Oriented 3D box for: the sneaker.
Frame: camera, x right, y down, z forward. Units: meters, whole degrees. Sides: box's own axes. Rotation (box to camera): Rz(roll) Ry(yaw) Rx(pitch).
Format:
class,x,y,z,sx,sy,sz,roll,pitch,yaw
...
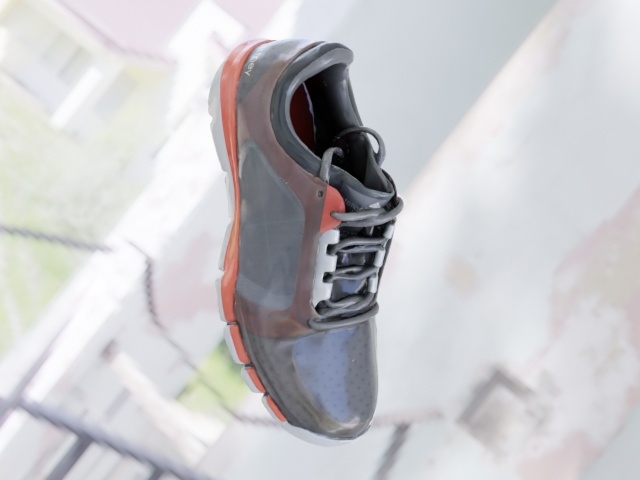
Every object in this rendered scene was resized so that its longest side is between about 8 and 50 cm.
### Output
class,x,y,z,sx,sy,sz,roll,pitch,yaw
sneaker,0.000,0.000,0.703,0.061,0.158,0.065,-15,5,-41
